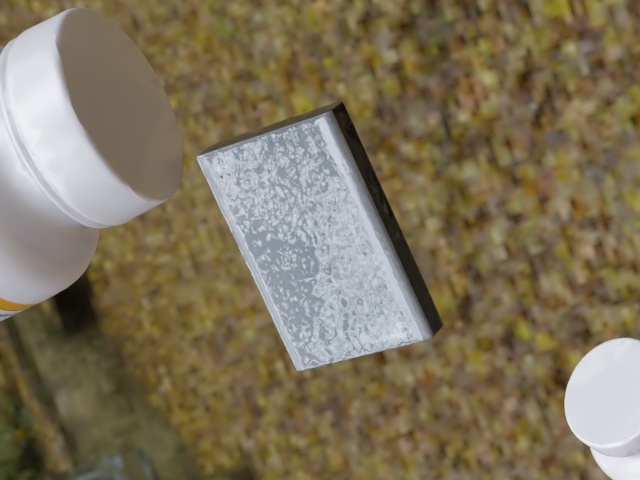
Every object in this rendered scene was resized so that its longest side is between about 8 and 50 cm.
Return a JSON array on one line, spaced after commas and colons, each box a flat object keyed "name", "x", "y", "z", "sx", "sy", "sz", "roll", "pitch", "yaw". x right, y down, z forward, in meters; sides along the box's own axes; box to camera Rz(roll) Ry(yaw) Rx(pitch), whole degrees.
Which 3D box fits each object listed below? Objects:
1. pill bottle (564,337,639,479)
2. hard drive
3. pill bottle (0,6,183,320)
[{"name": "pill bottle", "x": 0.208, "y": 0.112, "z": 1.093, "sx": 0.152, "sy": 0.086, "sz": 0.086, "roll": 31, "pitch": -163, "yaw": -42}, {"name": "hard drive", "x": 0.000, "y": 0.000, "z": 1.035, "sx": 0.094, "sy": 0.022, "sz": 0.135, "roll": -16, "pitch": 105, "yaw": 36}, {"name": "pill bottle", "x": -0.196, "y": -0.017, "z": 0.938, "sx": 0.136, "sy": 0.246, "sz": 0.136, "roll": 49, "pitch": -153, "yaw": -35}]
